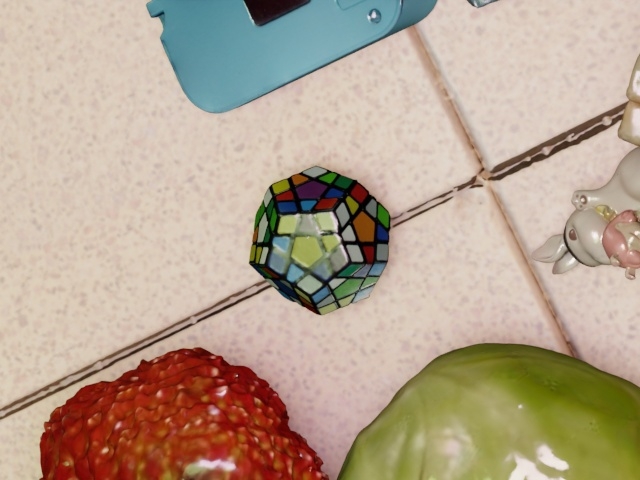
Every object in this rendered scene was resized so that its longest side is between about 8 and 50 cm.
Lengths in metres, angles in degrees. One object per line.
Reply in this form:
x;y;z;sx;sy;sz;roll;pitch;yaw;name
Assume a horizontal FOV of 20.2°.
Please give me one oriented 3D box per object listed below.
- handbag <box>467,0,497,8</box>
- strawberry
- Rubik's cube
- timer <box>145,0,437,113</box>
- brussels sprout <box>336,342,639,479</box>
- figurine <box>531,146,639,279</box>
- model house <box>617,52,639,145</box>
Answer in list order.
0.202;-0.303;1.547;0.221;0.057;0.144;-22;96;15;handbag
-0.138;0.227;1.552;0.292;0.343;0.292;-1;81;6;strawberry
0.000;0.000;1.604;0.133;0.133;0.112;35;76;7;Rubik's cube
-0.046;-0.258;1.615;0.250;0.091;0.232;-22;93;27;timer
0.173;0.244;1.536;0.328;0.247;0.328;4;99;29;brussels sprout
0.249;-0.013;1.551;0.081;0.098;0.146;44;104;-8;figurine
0.417;-0.175;1.404;0.280;0.245;0.312;22;104;13;model house
